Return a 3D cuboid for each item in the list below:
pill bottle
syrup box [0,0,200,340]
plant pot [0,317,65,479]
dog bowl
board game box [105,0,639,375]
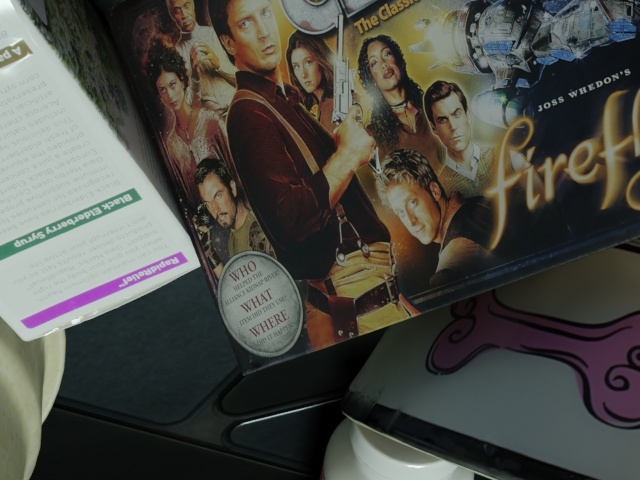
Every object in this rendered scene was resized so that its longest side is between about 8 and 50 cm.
[{"bbox_3d":[0.041,0.150,0.995,0.087,0.087,0.160,-5,138,-13],"label":"pill bottle"},{"bbox_3d":[-0.139,-0.068,0.680,0.096,0.093,0.237,-23,140,7],"label":"syrup box"},{"bbox_3d":[-0.262,0.175,0.753,0.334,0.305,0.334,-10,140,-8],"label":"plant pot"},{"bbox_3d":[0.223,0.066,0.762,0.408,0.408,0.150,19,87,-35],"label":"dog bowl"},{"bbox_3d":[0.037,-0.059,0.643,0.243,0.165,0.042,-23,178,39],"label":"board game box"}]
